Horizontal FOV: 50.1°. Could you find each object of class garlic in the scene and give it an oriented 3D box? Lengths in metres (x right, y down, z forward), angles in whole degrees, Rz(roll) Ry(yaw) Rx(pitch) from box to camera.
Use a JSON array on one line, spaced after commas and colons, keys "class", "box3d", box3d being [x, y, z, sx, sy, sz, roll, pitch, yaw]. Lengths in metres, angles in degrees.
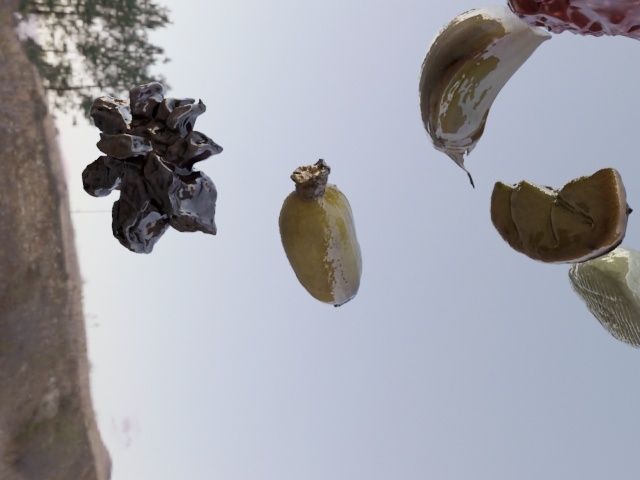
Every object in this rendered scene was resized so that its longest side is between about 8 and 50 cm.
[{"class": "garlic", "box3d": [0.265, -0.267, 1.263, 0.151, 0.196, 0.338, -62, 174, -60]}]

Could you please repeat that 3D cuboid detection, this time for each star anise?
[{"class": "star anise", "box3d": [-0.219, -0.091, 0.835, 0.220, 0.099, 0.214, 3, -96, 33]}]

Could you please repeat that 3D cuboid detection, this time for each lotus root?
[{"class": "lotus root", "box3d": [-0.001, -0.001, 1.243, 0.146, 0.131, 0.303, -73, 153, -52]}]

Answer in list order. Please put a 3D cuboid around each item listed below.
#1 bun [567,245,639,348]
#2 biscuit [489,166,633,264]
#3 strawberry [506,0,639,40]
[{"class": "bun", "box3d": [0.580, 0.098, 1.292, 0.220, 0.134, 0.220, 52, -5, 7]}, {"class": "biscuit", "box3d": [0.390, -0.037, 1.163, 0.299, 0.045, 0.154, -1, -99, 63]}, {"class": "strawberry", "box3d": [0.266, -0.270, 0.495, 0.258, 0.261, 0.261, 26, -60, 30]}]
